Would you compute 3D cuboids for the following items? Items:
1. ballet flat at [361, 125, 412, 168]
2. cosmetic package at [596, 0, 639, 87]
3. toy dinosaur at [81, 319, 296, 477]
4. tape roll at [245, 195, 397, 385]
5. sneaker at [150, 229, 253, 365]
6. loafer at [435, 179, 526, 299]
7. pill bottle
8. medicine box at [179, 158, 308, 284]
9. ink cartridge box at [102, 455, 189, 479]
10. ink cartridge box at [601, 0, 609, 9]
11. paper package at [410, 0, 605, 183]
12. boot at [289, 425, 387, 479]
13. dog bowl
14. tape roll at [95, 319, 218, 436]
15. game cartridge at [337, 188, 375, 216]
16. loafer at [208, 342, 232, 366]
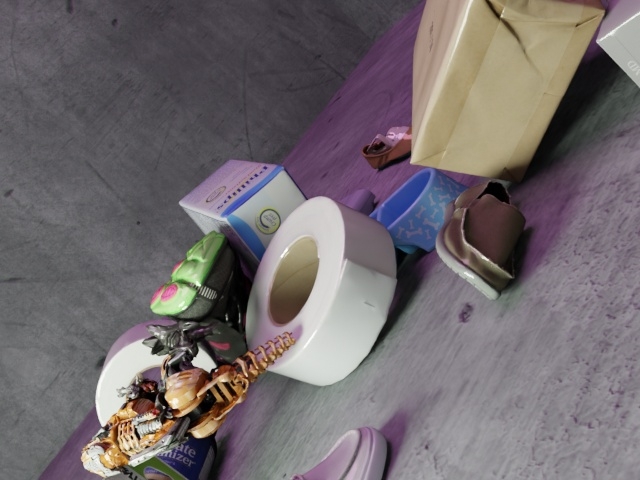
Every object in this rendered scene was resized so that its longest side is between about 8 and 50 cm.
[{"bbox_3d":[0.168,-0.226,1.674,0.080,0.073,0.232,-56,15,-27],"label":"ballet flat"},{"bbox_3d":[0.435,-0.261,0.759,0.238,0.127,0.107,-37,18,49],"label":"cosmetic package"},{"bbox_3d":[-0.183,0.228,1.019,0.321,0.165,0.218,-10,19,-2],"label":"toy dinosaur"},{"bbox_3d":[-0.005,0.078,1.111,0.286,0.100,0.286,-42,36,40],"label":"tape roll"},{"bbox_3d":[-0.163,0.122,1.307,0.185,0.202,0.483,-53,-10,-8],"label":"sneaker"},{"bbox_3d":[0.206,-0.016,0.893,0.087,0.094,0.251,-48,12,24],"label":"loafer"},{"bbox_3d":[-0.247,0.382,1.212,0.123,0.122,0.219,-43,15,26],"label":"pill bottle"},{"bbox_3d":[-0.105,-0.008,1.382,0.149,0.264,0.289,-44,25,-15],"label":"medicine box"},{"bbox_3d":[-0.270,0.432,0.998,0.097,0.188,0.255,-46,11,22],"label":"ink cartridge box"},{"bbox_3d":[0.493,-0.461,1.277,0.109,0.063,0.150,-51,12,-5],"label":"ink cartridge box"},{"bbox_3d":[0.244,-0.298,1.023,0.310,0.168,0.325,103,177,-47],"label":"paper package"},{"bbox_3d":[-0.034,0.287,0.758,0.258,0.123,0.095,-56,14,-27],"label":"boot"},{"bbox_3d":[0.121,-0.008,1.205,0.297,0.074,0.166,-44,14,26],"label":"dog bowl"},{"bbox_3d":[-0.324,0.295,1.443,0.246,0.246,0.169,-50,12,-5],"label":"tape roll"},{"bbox_3d":[0.000,0.000,1.641,0.198,0.062,0.297,-52,12,-29],"label":"game cartridge"},{"bbox_3d":[-0.275,0.289,1.651,0.267,0.096,0.084,-35,25,41],"label":"loafer"}]
